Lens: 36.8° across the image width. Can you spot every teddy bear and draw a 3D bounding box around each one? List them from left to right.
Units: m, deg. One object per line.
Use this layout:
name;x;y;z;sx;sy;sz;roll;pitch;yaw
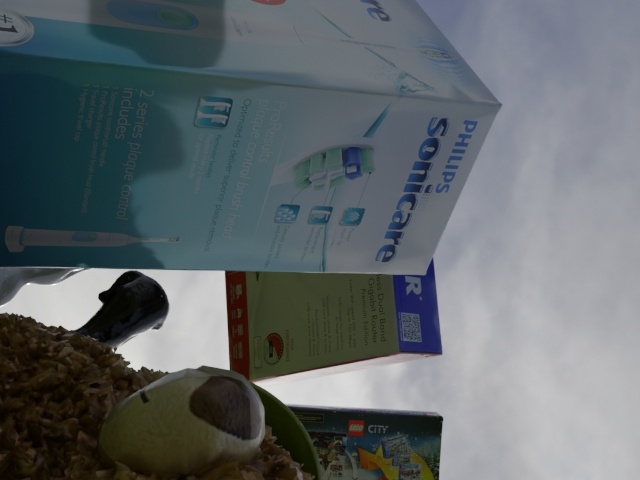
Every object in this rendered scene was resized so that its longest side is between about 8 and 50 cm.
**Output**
teddy bear;-0.133;0.074;0.434;0.338;0.245;0.113;14;-108;53

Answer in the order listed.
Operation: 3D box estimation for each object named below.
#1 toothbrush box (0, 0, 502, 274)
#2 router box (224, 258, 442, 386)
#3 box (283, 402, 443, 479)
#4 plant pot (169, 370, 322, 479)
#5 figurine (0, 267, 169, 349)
toothbrush box;-0.082;-0.095;0.554;0.216;0.295;0.126;-114;-144;-46
router box;0.000;0.000;1.223;0.301;0.082;0.336;-19;-110;43
box;0.040;0.301;1.265;0.044;0.233;0.159;164;-70;-85
plant pot;-0.147;0.340;1.115;0.275;0.274;0.294;57;-24;29
figurine;-0.349;0.076;1.296;0.215;0.209;0.092;43;-47;15
